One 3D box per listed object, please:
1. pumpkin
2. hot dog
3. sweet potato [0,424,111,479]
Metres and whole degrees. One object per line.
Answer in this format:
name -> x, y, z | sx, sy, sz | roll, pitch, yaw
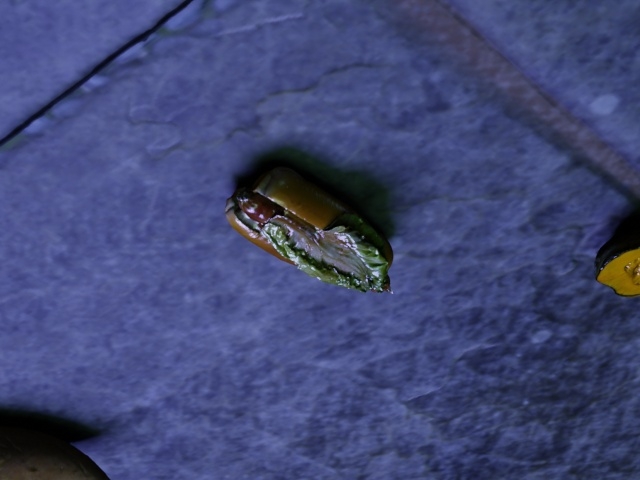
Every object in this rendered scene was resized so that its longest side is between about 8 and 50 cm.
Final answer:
pumpkin -> 0.193, 0.011, 1.001 | 0.050, 0.028, 0.083 | -25, 150, 14
hot dog -> 0.000, 0.000, 0.921 | 0.056, 0.041, 0.133 | -33, 138, 26
sweet potato -> -0.244, 0.149, 1.037 | 0.249, 0.059, 0.069 | -1, 154, -8
